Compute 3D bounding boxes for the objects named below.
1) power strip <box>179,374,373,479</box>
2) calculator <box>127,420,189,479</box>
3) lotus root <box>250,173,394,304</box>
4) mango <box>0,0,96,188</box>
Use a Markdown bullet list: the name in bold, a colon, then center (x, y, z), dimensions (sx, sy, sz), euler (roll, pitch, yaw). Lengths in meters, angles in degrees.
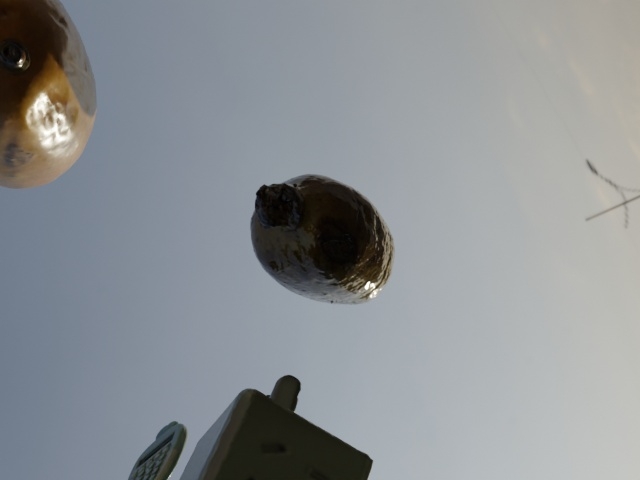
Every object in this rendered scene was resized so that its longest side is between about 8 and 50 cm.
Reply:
- **power strip**: center (-0.050, 0.227, 0.692), dimensions (0.140, 0.139, 0.224), euler (31, -134, -5)
- **calculator**: center (-0.202, 0.273, 0.965), dimensions (0.021, 0.095, 0.153), euler (47, -164, -11)
- **lotus root**: center (0.000, 0.000, 0.897), dimensions (0.260, 0.145, 0.128), euler (44, -140, -56)
- **mango**: center (-0.284, -0.138, 0.706), dimensions (0.144, 0.359, 0.187), euler (-24, -86, -19)
